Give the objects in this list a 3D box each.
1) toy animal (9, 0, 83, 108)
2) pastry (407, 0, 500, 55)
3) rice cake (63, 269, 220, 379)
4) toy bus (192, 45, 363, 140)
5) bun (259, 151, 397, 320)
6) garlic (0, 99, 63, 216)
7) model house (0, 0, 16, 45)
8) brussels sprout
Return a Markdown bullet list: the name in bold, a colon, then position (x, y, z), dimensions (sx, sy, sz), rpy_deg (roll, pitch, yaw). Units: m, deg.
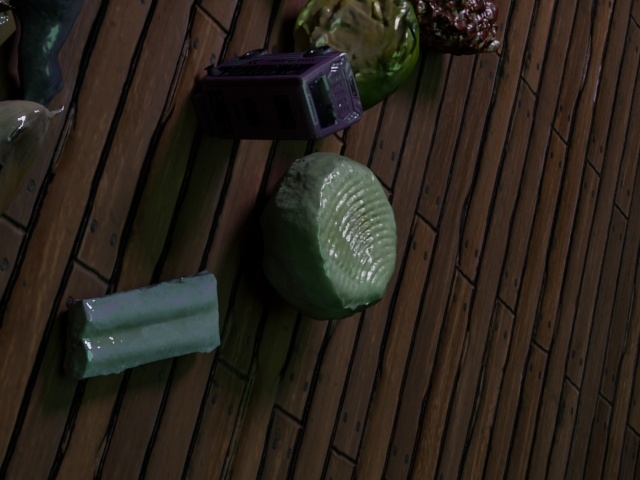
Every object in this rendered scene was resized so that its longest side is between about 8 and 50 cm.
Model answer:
- **toy animal**: position (-0.264, -0.292, 1.450), dimensions (0.206, 0.081, 0.367), rpy_deg (-37, 122, -30)
- **pastry**: position (0.156, -0.294, 2.066), dimensions (0.208, 0.115, 0.097), rpy_deg (6, 95, -58)
- **rice cake**: position (-0.176, 0.085, 1.605), dimensions (0.226, 0.040, 0.085), rpy_deg (-11, 98, -56)
- **toy bus**: position (-0.048, -0.153, 1.694), dimensions (0.098, 0.178, 0.086), rpy_deg (-34, 116, -38)
- **bun**: position (0.000, 0.000, 1.804), dimensions (0.195, 0.118, 0.195), rpy_deg (22, 64, -56)
- **garlic**: position (-0.293, -0.083, 1.430), dimensions (0.084, 0.066, 0.152), rpy_deg (77, 33, -67)
- **model house**: position (-0.346, -0.173, 1.238), dimensions (0.248, 0.181, 0.176), rpy_deg (-54, 131, -49)
- **brussels sprout**: position (0.042, -0.223, 1.878), dimensions (0.122, 0.152, 0.149), rpy_deg (83, -8, -63)
